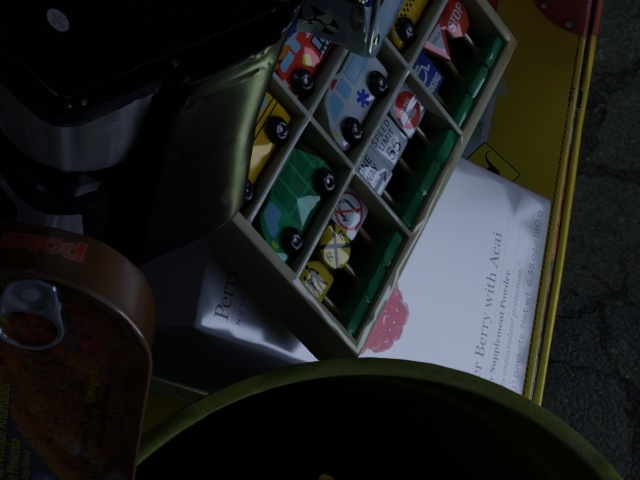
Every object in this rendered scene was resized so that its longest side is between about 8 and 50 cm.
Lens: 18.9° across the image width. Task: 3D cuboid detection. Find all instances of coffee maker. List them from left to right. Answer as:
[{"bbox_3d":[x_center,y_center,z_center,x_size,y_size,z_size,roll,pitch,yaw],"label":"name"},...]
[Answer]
[{"bbox_3d":[-0.065,-0.069,0.808,0.178,0.171,0.120,111,-25,-67],"label":"coffee maker"}]

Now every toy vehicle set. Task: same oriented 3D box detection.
[{"bbox_3d":[0.016,-0.083,1.155,0.035,0.166,0.267,-9,-137,45],"label":"toy vehicle set"}]

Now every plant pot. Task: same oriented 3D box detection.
[{"bbox_3d":[-0.017,0.237,1.139,0.353,0.366,0.366,-173,-85,-78],"label":"plant pot"}]

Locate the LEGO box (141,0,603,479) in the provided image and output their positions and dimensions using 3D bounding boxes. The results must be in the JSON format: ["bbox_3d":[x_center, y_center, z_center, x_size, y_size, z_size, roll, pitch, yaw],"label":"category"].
[{"bbox_3d":[0.000,0.000,1.555,0.193,0.372,0.500,107,-5,-68],"label":"LEGO box"}]

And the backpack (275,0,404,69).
[{"bbox_3d":[-0.025,-0.238,1.012,0.263,0.213,0.276,87,14,-53],"label":"backpack"}]

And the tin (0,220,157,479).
[{"bbox_3d":[-0.127,0.061,0.825,0.189,0.106,0.040,105,-11,-50],"label":"tin"}]

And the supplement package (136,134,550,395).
[{"bbox_3d":[-0.015,0.016,1.261,0.175,0.293,0.177,-5,-110,46],"label":"supplement package"}]
